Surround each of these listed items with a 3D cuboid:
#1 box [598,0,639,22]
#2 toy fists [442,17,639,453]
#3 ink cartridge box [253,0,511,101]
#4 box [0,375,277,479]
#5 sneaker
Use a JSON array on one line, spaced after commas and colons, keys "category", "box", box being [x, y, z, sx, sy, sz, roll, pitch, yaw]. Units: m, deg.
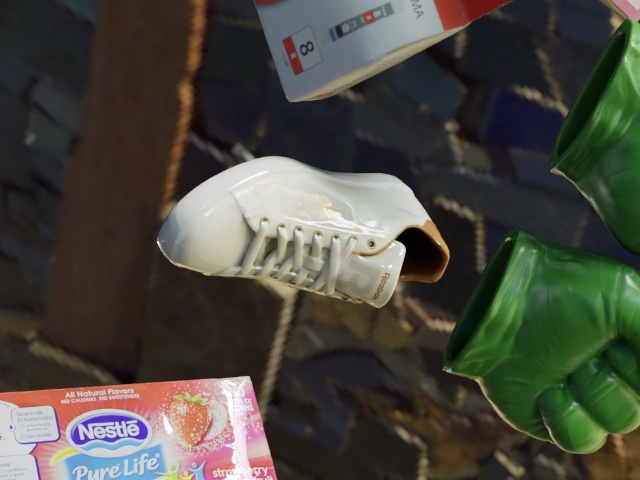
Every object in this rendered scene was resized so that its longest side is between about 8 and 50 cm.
[{"category": "box", "box": [0.235, -0.340, 1.428, 0.213, 0.117, 0.243, -51, 45, 8]}, {"category": "toy fists", "box": [0.196, 0.007, 1.053, 0.096, 0.142, 0.279, -88, 24, -76]}, {"category": "ink cartridge box", "box": [0.031, -0.178, 0.983, 0.179, 0.145, 0.045, -25, -9, 40]}, {"category": "box", "box": [-0.163, 0.175, 1.075, 0.123, 0.256, 0.128, 124, 137, -51]}, {"category": "sneaker", "box": [0.000, 0.000, 1.465, 0.123, 0.290, 0.106, 49, 128, 35]}]
